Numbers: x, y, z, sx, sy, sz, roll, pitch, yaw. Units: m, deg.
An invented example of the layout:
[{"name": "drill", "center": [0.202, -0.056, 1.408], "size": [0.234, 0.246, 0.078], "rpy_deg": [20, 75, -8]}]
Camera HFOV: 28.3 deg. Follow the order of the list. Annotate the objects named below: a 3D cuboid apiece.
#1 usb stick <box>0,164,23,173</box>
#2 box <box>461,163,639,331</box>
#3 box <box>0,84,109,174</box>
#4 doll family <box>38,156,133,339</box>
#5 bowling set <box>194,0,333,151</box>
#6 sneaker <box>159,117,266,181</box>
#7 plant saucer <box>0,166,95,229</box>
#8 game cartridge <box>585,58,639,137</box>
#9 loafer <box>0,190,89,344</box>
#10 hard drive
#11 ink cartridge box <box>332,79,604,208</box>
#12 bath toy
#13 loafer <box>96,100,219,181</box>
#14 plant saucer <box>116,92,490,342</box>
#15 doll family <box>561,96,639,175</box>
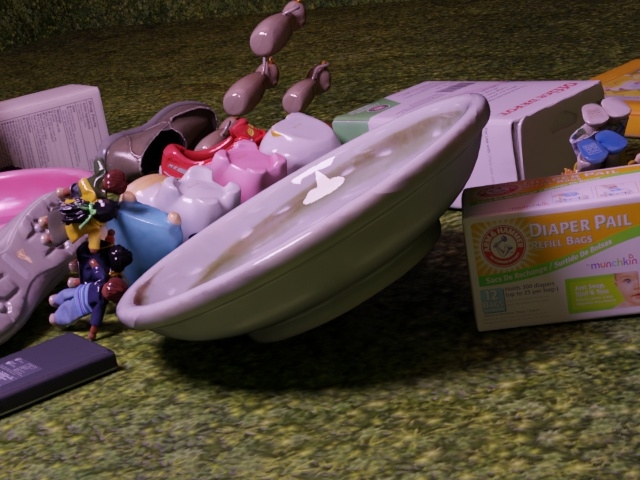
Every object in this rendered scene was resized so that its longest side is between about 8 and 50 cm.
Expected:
[{"name": "usb stick", "center": [-0.535, -0.042, 1.810], "size": [0.278, 0.045, 0.077], "rpy_deg": [-24, 65, -39]}, {"name": "box", "center": [0.234, 0.004, 1.155], "size": [0.203, 0.114, 0.103], "rpy_deg": [-8, 17, 10]}, {"name": "box", "center": [-0.489, -0.138, 1.962], "size": [0.311, 0.148, 0.121], "rpy_deg": [-18, 18, -29]}, {"name": "doll family", "center": [-0.237, 0.008, 1.321], "size": [0.111, 0.193, 0.076], "rpy_deg": [-16, -8, 37]}, {"name": "bowling set", "center": [-0.048, -0.197, 1.930], "size": [0.200, 0.287, 0.154], "rpy_deg": [36, 34, 1]}, {"name": "sneaker", "center": [-0.077, -0.104, 1.667], "size": [0.279, 0.118, 0.107], "rpy_deg": [-9, 18, 2]}, {"name": "plant saucer", "center": [-0.438, -0.010, 1.623], "size": [0.332, 0.084, 0.332], "rpy_deg": [-9, 18, 3]}, {"name": "game cartridge", "center": [0.515, -0.203, 1.777], "size": [0.324, 0.052, 0.285], "rpy_deg": [6, 23, 44]}, {"name": "loafer", "center": [-0.355, 0.059, 1.354], "size": [0.111, 0.112, 0.319], "rpy_deg": [-45, 1, 36]}, {"name": "hard drive", "center": [-0.272, 0.125, 1.195], "size": [0.135, 0.022, 0.094], "rpy_deg": [-21, 20, -33]}, {"name": "ink cartridge box", "center": [0.188, -0.122, 1.580], "size": [0.278, 0.117, 0.201], "rpy_deg": [6, 23, 43]}, {"name": "bath toy", "center": [-0.114, -0.048, 1.501], "size": [0.151, 0.129, 0.348], "rpy_deg": [28, 37, 29]}, {"name": "loafer", "center": [-0.234, -0.145, 1.963], "size": [0.087, 0.094, 0.251], "rpy_deg": [16, 33, 31]}, {"name": "plant saucer", "center": [0.000, 0.000, 1.205], "size": [0.400, 0.100, 0.400], "rpy_deg": [-29, 10, 6]}, {"name": "doll family", "center": [0.338, -0.075, 1.291], "size": [0.263, 0.163, 0.118], "rpy_deg": [-17, 40, -11]}]
